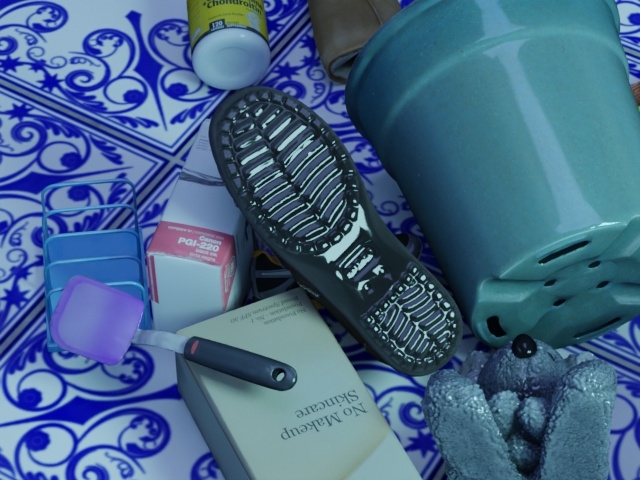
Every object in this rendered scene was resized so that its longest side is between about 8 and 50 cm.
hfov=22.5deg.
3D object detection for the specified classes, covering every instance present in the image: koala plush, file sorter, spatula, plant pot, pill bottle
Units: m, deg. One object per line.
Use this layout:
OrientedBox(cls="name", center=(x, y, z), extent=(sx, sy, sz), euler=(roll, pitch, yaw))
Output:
OrientedBox(cls="koala plush", center=(0.214, 0.182, 1.690), extent=(0.196, 0.203, 0.221), euler=(-5, 26, 9))
OrientedBox(cls="file sorter", center=(-0.259, 0.025, 1.831), extent=(0.118, 0.104, 0.170), euler=(-5, 49, -7))
OrientedBox(cls="spatula", center=(-0.153, 0.108, 1.669), extent=(0.296, 0.030, 0.084), euler=(14, 71, 29))
OrientedBox(cls="plant pot", center=(0.235, -0.076, 1.816), extent=(0.341, 0.341, 0.334), euler=(-10, 57, -12))
OrientedBox(cls="pill bottle", center=(-0.124, -0.294, 2.123), extent=(0.103, 0.103, 0.184), euler=(-4, 49, -6))

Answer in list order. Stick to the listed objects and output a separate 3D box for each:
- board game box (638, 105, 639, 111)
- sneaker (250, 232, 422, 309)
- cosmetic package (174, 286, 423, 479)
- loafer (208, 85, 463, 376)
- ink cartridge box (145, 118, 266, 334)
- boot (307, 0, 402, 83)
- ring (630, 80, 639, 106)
OrientedBox(cls="board game box", center=(0.446, -0.141, 1.962), extent=(0.181, 0.043, 0.092), euler=(-29, 55, -8))
OrientedBox(cls="sneaker", center=(0.018, 0.026, 1.840), extent=(0.215, 0.083, 0.084), euler=(-19, 13, -19))
OrientedBox(cls="cosmetic package", center=(-0.021, 0.211, 1.671), extent=(0.160, 0.113, 0.309), euler=(-20, 51, -18))
OrientedBox(cls="loafer", center=(0.000, 0.000, 1.737), extent=(0.134, 0.130, 0.366), euler=(-36, 92, -15))
OrientedBox(cls="ink cartridge box", center=(-0.120, -0.006, 1.828), extent=(0.092, 0.158, 0.218), euler=(9, 49, 8))
OrientedBox(cls="boot", center=(0.087, -0.342, 2.192), extent=(0.236, 0.089, 0.269), euler=(-18, 49, -2))
OrientedBox(cls="ring", center=(0.475, -0.091, 1.967), extent=(0.337, 0.032, 0.336), euler=(-6, 55, 8))
